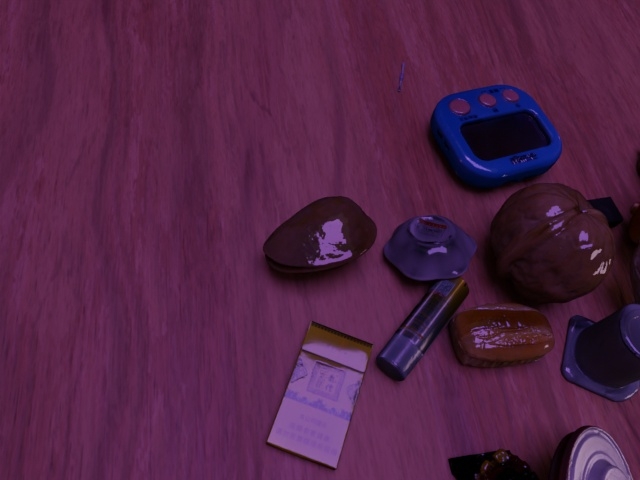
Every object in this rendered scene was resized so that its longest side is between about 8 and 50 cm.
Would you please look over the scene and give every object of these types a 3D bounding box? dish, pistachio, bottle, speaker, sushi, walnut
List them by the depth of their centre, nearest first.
[{"bbox_3d":[0.368,0.499,1.020,0.153,0.150,0.172,-3,62,-11],"label":"sushi"},{"bbox_3d":[0.239,0.194,1.208,0.082,0.082,0.286,39,62,13],"label":"bottle"},{"bbox_3d":[0.000,0.000,1.236,0.261,0.162,0.213,-35,38,-22],"label":"pistachio"},{"bbox_3d":[0.547,0.008,1.255,0.285,0.285,0.296,-13,56,-16],"label":"walnut"},{"bbox_3d":[0.269,-0.005,1.282,0.230,0.081,0.229,-4,42,4],"label":"dish"},{"bbox_3d":[0.720,-0.064,1.450,0.218,0.044,0.082,-9,63,-13],"label":"speaker"}]

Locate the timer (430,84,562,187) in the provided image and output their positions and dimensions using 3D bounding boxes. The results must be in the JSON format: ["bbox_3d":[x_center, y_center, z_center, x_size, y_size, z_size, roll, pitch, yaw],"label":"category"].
[{"bbox_3d":[0.499,-0.301,1.506,0.340,0.115,0.309,-16,64,-17],"label":"timer"}]

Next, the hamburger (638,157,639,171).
[{"bbox_3d":[1.067,-0.221,1.548,0.215,0.122,0.189,22,56,0],"label":"hamburger"}]

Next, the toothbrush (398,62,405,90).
[{"bbox_3d":[0.256,-0.518,1.648,0.011,0.013,0.131,16,57,-6],"label":"toothbrush"}]

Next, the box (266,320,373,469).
[{"bbox_3d":[0.003,0.326,1.124,0.153,0.041,0.279,20,60,4],"label":"box"}]

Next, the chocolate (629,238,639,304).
[{"bbox_3d":[0.812,0.128,1.241,0.134,0.134,0.309,-16,104,-17],"label":"chocolate"}]

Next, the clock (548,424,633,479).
[{"bbox_3d":[0.541,0.519,0.993,0.319,0.080,0.318,15,67,-39],"label":"clock"}]

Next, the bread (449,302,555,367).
[{"bbox_3d":[0.423,0.217,1.212,0.237,0.106,0.139,-2,59,-11],"label":"bread"}]

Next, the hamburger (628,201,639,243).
[{"bbox_3d":[0.977,-0.071,1.308,0.396,0.395,0.277,-39,78,-25],"label":"hamburger"}]

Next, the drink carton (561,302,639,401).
[{"bbox_3d":[0.699,0.243,1.199,0.191,0.189,0.185,26,55,5],"label":"drink carton"}]
